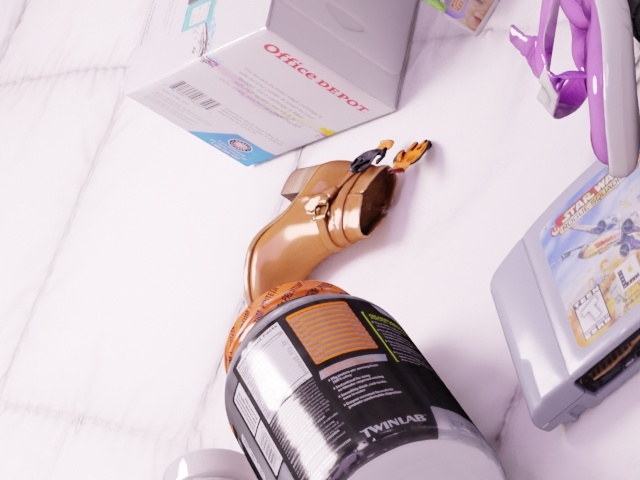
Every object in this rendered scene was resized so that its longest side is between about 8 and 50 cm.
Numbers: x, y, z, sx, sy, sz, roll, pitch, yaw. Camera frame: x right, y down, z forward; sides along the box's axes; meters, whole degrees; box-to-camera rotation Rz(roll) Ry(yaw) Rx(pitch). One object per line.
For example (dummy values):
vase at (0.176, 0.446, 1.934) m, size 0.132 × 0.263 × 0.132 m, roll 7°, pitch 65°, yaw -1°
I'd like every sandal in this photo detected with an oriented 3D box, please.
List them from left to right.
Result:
sandal at (0.221, -0.174, 1.659) m, size 0.102 × 0.169 × 0.416 m, roll -8°, pitch 27°, yaw 7°

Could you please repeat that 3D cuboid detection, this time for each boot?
boot at (0.000, 0.000, 2.005) m, size 0.152 × 0.073 × 0.197 m, roll -1°, pitch 68°, yaw 50°

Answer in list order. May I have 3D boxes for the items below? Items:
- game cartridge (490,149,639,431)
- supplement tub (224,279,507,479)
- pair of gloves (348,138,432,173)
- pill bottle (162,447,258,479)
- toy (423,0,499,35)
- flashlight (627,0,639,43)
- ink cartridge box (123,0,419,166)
game cartridge at (0.273, 0.009, 1.631) m, size 0.297 × 0.062 × 0.198 m, roll -44°, pitch 40°, yaw 25°
supplement tub at (0.028, 0.175, 1.711) m, size 0.193 × 0.193 × 0.316 m, roll -53°, pitch 32°, yaw 12°
pair of gloves at (0.074, -0.090, 1.977) m, size 0.083 × 0.010 × 0.074 m, roll -1°, pitch 29°, yaw 37°
pill bottle at (-0.103, 0.325, 1.835) m, size 0.131 × 0.131 × 0.229 m, roll -40°, pitch 37°, yaw 30°
toy at (0.174, -0.349, 1.962) m, size 0.237 × 0.137 × 0.056 m, roll -58°, pitch 12°, yaw 7°
flashlight at (0.308, -0.125, 1.544) m, size 0.103 × 0.103 × 0.304 m, roll -15°, pitch 45°, yaw 9°
ink cartridge box at (-0.052, -0.239, 2.143) m, size 0.270 × 0.198 × 0.197 m, roll -17°, pitch 52°, yaw 47°
